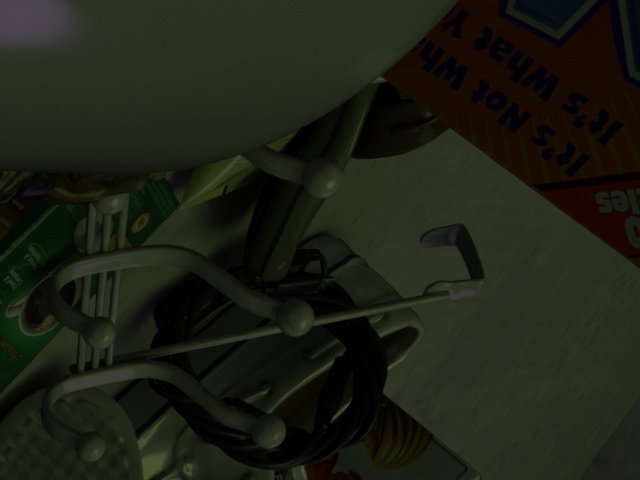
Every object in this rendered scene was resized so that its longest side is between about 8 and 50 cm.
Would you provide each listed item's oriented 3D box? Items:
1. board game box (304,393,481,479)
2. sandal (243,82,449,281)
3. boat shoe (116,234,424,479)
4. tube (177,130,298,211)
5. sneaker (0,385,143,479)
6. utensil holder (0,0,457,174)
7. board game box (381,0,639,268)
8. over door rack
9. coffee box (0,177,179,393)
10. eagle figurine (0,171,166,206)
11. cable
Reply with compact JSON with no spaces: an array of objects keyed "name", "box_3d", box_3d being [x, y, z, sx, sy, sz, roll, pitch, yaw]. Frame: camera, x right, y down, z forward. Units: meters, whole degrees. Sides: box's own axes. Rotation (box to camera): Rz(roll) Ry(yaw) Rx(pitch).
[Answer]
[{"name":"board game box","box_3d":[-0.044,0.236,1.375,0.305,0.193,0.053,-43,157,-22]},{"name":"sandal","box_3d":[0.047,-0.091,1.140,0.303,0.086,0.120,-58,-174,27]},{"name":"boat shoe","box_3d":[-0.057,0.163,1.283,0.367,0.156,0.136,-41,156,-24]},{"name":"tube","box_3d":[-0.017,-0.117,1.072,0.070,0.062,0.240,13,127,-21]},{"name":"sneaker","box_3d":[-0.199,0.251,1.157,0.127,0.126,0.321,179,-79,-72]},{"name":"utensil holder","box_3d":[-0.131,-0.176,0.394,0.327,0.327,0.385,-57,159,13]},{"name":"board game box","box_3d":[0.183,-0.267,0.819,0.356,0.356,0.356,-28,148,-44]},{"name":"over door rack","box_3d":[0.000,0.000,1.010,0.324,0.108,0.239,-20,145,-27]},{"name":"coffee box","box_3d":[-0.166,0.011,0.989,0.184,0.040,0.113,-48,157,-11]},{"name":"eagle figurine","box_3d":[-0.198,0.012,0.677,0.298,0.225,0.226,-36,165,-50]},{"name":"cable","box_3d":[-0.039,0.089,1.213,0.184,0.150,0.047,-17,173,-38]}]
